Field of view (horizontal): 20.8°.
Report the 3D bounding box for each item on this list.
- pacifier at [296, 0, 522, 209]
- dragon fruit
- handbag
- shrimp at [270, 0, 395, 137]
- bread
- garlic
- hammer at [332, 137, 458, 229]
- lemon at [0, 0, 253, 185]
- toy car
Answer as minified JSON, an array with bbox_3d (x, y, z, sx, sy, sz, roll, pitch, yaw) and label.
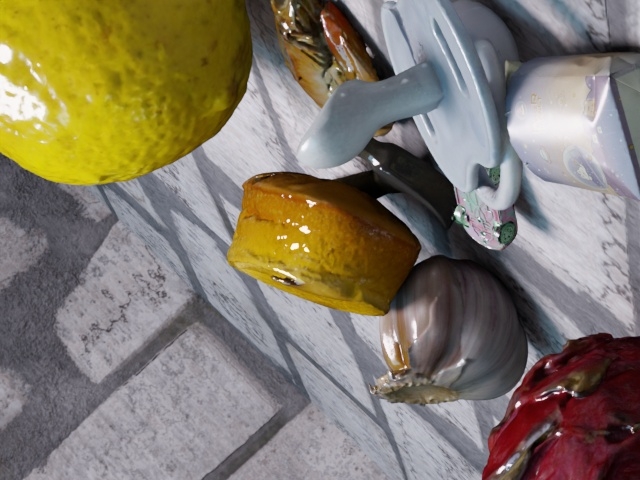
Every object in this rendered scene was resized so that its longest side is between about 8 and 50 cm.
[{"bbox_3d":[0.074,-0.116,1.573,0.279,0.207,0.227,118,132,-80],"label":"pacifier"},{"bbox_3d":[0.305,0.253,1.712,0.329,0.329,0.329,45,167,14],"label":"dragon fruit"},{"bbox_3d":[0.225,-0.100,1.436,0.173,0.095,0.117,13,123,61],"label":"handbag"},{"bbox_3d":[0.009,-0.205,1.886,0.152,0.063,0.287,37,166,34],"label":"shrimp"},{"bbox_3d":[0.000,0.000,2.051,0.195,0.143,0.269,23,173,-27],"label":"bread"},{"bbox_3d":[0.130,0.115,2.119,0.207,0.207,0.256,54,171,-22],"label":"garlic"},{"bbox_3d":[0.053,-0.069,2.114,0.168,0.044,0.440,33,173,-9],"label":"hammer"},{"bbox_3d":[-0.261,-0.230,2.028,0.350,0.387,0.350,46,146,43],"label":"lemon"},{"bbox_3d":[0.171,-0.053,1.812,0.069,0.055,0.142,27,146,38],"label":"toy car"}]
